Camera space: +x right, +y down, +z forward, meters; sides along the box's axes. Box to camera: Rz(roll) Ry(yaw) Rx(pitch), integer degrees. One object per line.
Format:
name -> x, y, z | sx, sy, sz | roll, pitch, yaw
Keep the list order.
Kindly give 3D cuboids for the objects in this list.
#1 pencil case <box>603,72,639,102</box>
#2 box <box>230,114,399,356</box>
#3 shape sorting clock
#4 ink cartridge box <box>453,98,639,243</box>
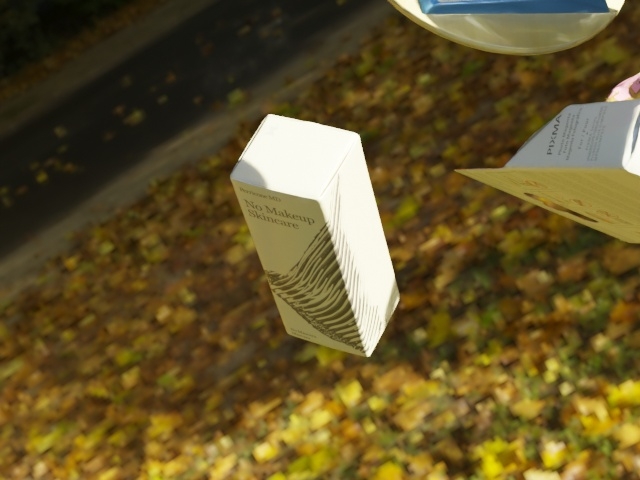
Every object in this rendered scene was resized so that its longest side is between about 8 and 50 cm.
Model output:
pencil case -> 0.513, -0.190, 1.691 | 0.386, 0.160, 0.167 | -34, 36, 23
box -> 0.000, 0.000, 1.524 | 0.113, 0.275, 0.094 | 14, 56, 26
shape sorting clock -> 0.124, -0.211, 1.054 | 0.206, 0.206, 0.040 | -40, -23, -30
ink cartridge box -> 0.236, -0.045, 1.079 | 0.232, 0.189, 0.066 | 17, 86, 66
